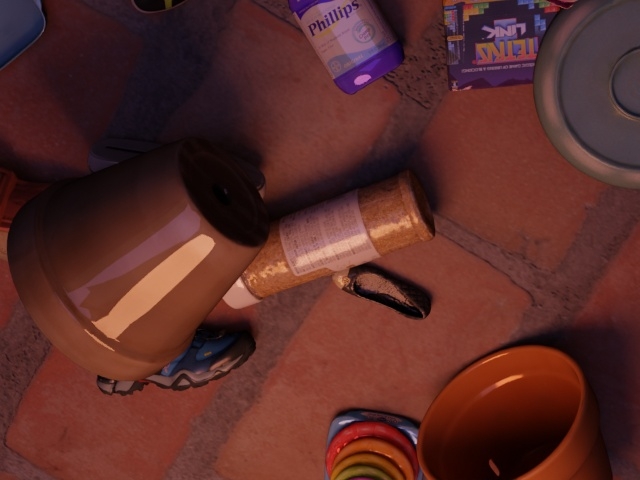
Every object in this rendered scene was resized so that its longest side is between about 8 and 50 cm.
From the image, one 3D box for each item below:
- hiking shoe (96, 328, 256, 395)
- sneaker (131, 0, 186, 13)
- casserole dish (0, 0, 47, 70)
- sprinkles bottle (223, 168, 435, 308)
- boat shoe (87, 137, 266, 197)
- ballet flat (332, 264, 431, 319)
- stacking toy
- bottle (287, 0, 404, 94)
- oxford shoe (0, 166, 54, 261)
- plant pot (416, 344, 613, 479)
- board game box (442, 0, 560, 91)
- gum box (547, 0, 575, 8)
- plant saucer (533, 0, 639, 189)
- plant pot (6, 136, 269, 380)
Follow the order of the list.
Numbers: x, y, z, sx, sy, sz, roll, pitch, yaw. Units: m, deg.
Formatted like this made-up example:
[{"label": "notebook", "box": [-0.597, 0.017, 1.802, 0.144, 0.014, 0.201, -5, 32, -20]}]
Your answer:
[{"label": "hiking shoe", "box": [-0.263, 0.183, 1.616, 0.304, 0.113, 0.132, -12, 105, 14]}, {"label": "sneaker", "box": [-0.199, -0.418, 1.425, 0.235, 0.097, 0.084, -24, 101, 16]}, {"label": "casserole dish", "box": [-0.524, -0.349, 1.539, 0.188, 0.037, 0.114, -33, 99, 17]}, {"label": "sprinkles bottle", "box": [0.000, 0.000, 1.507, 0.355, 0.121, 0.121, -20, 102, 16]}, {"label": "boat shoe", "box": [-0.233, -0.096, 1.543, 0.302, 0.109, 0.094, 13, 131, 11]}, {"label": "ballet flat", "box": [0.102, 0.083, 1.552, 0.173, 0.049, 0.057, 20, 109, 4]}, {"label": "stacking toy", "box": [0.072, 0.418, 1.529, 0.175, 0.302, 0.165, 9, 109, 8]}, {"label": "bottle", "box": [0.013, -0.362, 1.407, 0.118, 0.092, 0.282, -28, 100, 18]}, {"label": "oxford shoe", "box": [-0.460, -0.015, 1.604, 0.397, 0.140, 0.146, 22, 147, -5]}, {"label": "plant pot", "box": [0.326, 0.340, 1.487, 0.291, 0.291, 0.203, -28, 116, 17]}, {"label": "board game box", "box": [0.272, -0.301, 1.403, 0.170, 0.048, 0.141, -4, 105, 12]}, {"label": "gum box", "box": [0.298, -0.414, 1.327, 0.188, 0.062, 0.107, 24, 68, 3]}, {"label": "plant saucer", "box": [0.459, -0.223, 1.324, 0.318, 0.044, 0.317, 5, 106, 17]}, {"label": "plant pot", "box": [-0.239, -0.001, 1.375, 0.280, 0.323, 0.323, -35, 98, 25]}]
